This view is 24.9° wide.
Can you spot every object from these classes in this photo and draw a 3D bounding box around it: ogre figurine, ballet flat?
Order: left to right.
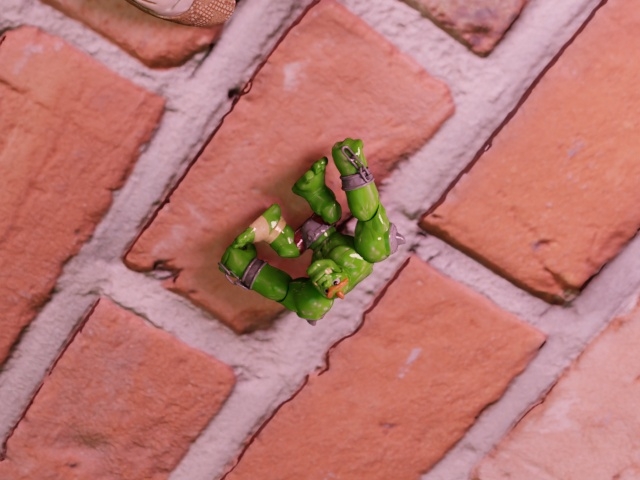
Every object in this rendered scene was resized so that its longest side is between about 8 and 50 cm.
[{"bbox_3d":[-0.173,-0.242,1.297,0.206,0.067,0.073,26,116,-11],"label":"ballet flat"},{"bbox_3d":[0.000,0.000,1.412,0.197,0.097,0.118,-44,91,7],"label":"ogre figurine"}]
